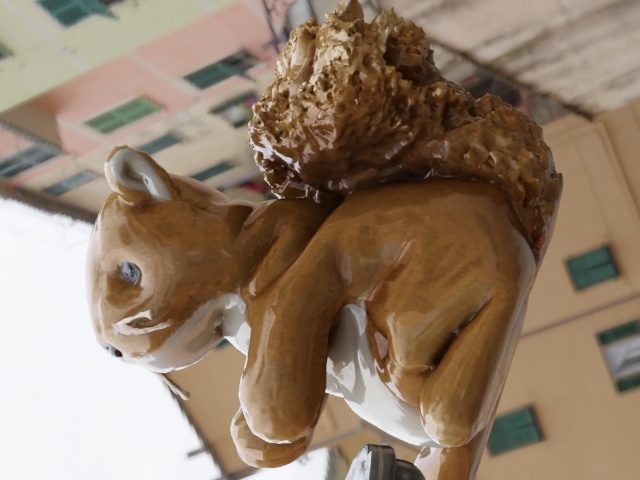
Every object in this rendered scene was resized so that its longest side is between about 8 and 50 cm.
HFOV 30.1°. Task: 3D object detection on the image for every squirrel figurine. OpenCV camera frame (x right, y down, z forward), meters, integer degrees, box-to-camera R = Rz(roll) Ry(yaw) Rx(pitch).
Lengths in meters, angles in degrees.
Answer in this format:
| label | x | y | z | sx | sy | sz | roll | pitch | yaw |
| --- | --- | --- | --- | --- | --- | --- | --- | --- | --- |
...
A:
| label | x | y | z | sx | sy | sz | roll | pitch | yaw |
| --- | --- | --- | --- | --- | --- | --- | --- | --- | --- |
| squirrel figurine | 0.000 | 0.000 | 1.031 | 0.281 | 0.370 | 0.397 | 71 | -141 | -69 |

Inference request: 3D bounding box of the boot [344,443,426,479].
| label | x | y | z | sx | sy | sz | roll | pitch | yaw |
| --- | --- | --- | --- | --- | --- | --- | --- | --- | --- |
| boot | 0.120 | 0.211 | 0.527 | 0.091 | 0.229 | 0.263 | -125 | 31 | -84 |
